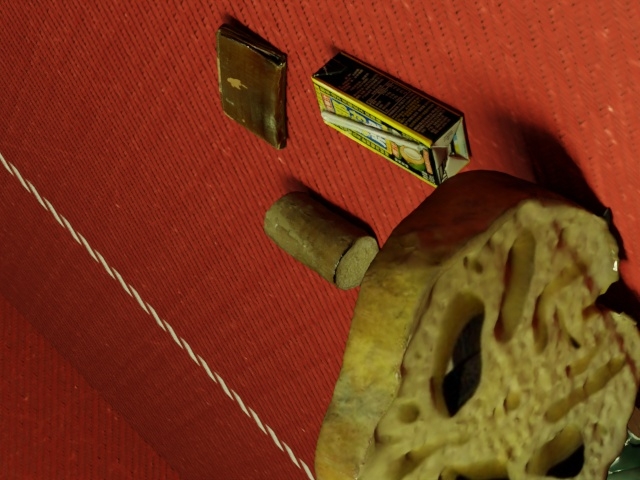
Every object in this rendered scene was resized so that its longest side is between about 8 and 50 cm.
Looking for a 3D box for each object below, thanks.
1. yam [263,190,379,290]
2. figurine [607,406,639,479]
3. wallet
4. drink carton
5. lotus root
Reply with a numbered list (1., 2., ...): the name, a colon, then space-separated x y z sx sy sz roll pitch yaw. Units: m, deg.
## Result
1. yam: 0.003 -0.001 1.988 0.127 0.084 0.084 37 158 31
2. figurine: 0.291 0.234 1.772 0.126 0.147 0.192 59 141 25
3. wallet: -0.075 -0.174 1.879 0.095 0.026 0.176 32 157 16
4. drink carton: 0.068 -0.120 1.670 0.166 0.056 0.071 31 152 33
5. lotus root: 0.154 0.138 1.565 0.111 0.375 0.390 18 131 46
